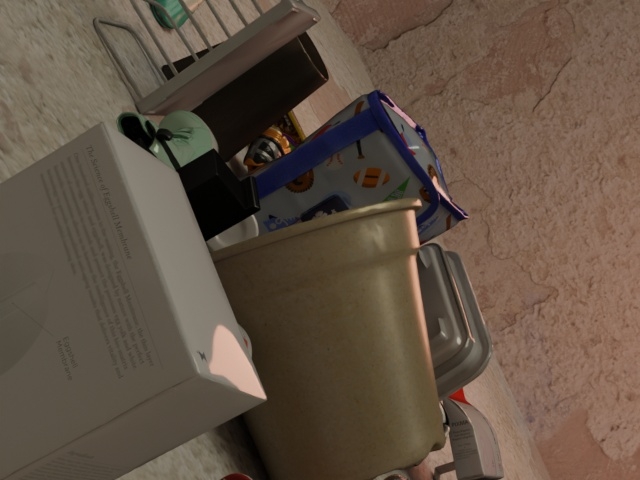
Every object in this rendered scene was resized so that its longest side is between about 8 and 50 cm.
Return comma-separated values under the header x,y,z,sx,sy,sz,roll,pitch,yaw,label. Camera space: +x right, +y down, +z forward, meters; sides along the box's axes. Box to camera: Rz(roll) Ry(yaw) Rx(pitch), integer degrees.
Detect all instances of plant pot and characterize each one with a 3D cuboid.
x,y,z,sx,sy,sz,roll,pitch,yaw,label
0.009,0.141,1.509,0.334,0.334,0.305,-1,74,-76,plant pot

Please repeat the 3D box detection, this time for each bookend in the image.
x,y,z,sx,sy,sz,roll,pitch,yaw,label
-0.183,-0.070,1.486,0.157,0.156,0.072,51,16,-35,bookend

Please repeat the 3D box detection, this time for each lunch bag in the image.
x,y,z,sx,sy,sz,roll,pitch,yaw,label
0.024,-0.063,1.909,0.239,0.328,0.385,63,11,18,lunch bag

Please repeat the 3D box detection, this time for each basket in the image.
x,y,z,sx,sy,sz,roll,pitch,yaw,label
-0.114,-0.267,2.030,0.204,0.227,0.154,51,16,-35,basket

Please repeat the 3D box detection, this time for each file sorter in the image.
x,y,z,sx,sy,sz,roll,pitch,yaw,label
-0.175,-0.335,1.845,0.173,0.277,0.193,57,12,3,file sorter

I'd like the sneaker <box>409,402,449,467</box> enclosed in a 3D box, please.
x,y,z,sx,sy,sz,roll,pitch,yaw,label
0.163,0.315,2.087,0.126,0.127,0.321,62,11,12,sneaker

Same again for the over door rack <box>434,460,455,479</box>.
x,y,z,sx,sy,sz,roll,pitch,yaw,label
0.320,0.566,2.192,0.239,0.108,0.324,56,13,-26,over door rack

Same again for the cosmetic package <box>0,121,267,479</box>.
x,y,z,sx,sy,sz,roll,pitch,yaw,label
-0.197,0.068,0.966,0.224,0.224,0.138,67,14,22,cosmetic package

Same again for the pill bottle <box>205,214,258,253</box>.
x,y,z,sx,sy,sz,roll,pitch,yaw,label
-0.130,-0.009,1.664,0.078,0.078,0.137,60,-10,-2,pill bottle

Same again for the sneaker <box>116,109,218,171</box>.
x,y,z,sx,sy,sz,roll,pitch,yaw,label
-0.212,-0.141,1.650,0.256,0.094,0.151,-98,162,-53,sneaker

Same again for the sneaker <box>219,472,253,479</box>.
x,y,z,sx,sy,sz,roll,pitch,yaw,label
-0.033,0.355,1.307,0.128,0.087,0.221,33,31,-62,sneaker

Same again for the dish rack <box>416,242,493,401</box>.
x,y,z,sx,sy,sz,roll,pitch,yaw,label
0.105,0.144,1.868,0.072,0.285,0.333,48,17,-27,dish rack

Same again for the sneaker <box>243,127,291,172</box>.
x,y,z,sx,sy,sz,roll,pitch,yaw,label
-0.082,-0.098,2.151,0.083,0.084,0.215,-55,136,-35,sneaker

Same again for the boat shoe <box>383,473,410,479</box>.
x,y,z,sx,sy,sz,roll,pitch,yaw,label
0.131,0.411,1.901,0.066,0.066,0.183,-113,177,-46,boat shoe

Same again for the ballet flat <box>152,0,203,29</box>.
x,y,z,sx,sy,sz,roll,pitch,yaw,label
-0.250,-0.454,2.231,0.083,0.087,0.247,57,13,-18,ballet flat

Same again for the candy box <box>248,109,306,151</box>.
x,y,z,sx,sy,sz,roll,pitch,yaw,label
-0.075,-0.172,2.259,0.206,0.105,0.027,64,17,14,candy box

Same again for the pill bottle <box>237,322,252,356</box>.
x,y,z,sx,sy,sz,roll,pitch,yaw,label
-0.165,0.094,1.305,0.193,0.108,0.108,47,18,-48,pill bottle

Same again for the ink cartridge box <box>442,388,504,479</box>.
x,y,z,sx,sy,sz,roll,pitch,yaw,label
0.267,0.314,2.176,0.189,0.066,0.232,29,53,-67,ink cartridge box
